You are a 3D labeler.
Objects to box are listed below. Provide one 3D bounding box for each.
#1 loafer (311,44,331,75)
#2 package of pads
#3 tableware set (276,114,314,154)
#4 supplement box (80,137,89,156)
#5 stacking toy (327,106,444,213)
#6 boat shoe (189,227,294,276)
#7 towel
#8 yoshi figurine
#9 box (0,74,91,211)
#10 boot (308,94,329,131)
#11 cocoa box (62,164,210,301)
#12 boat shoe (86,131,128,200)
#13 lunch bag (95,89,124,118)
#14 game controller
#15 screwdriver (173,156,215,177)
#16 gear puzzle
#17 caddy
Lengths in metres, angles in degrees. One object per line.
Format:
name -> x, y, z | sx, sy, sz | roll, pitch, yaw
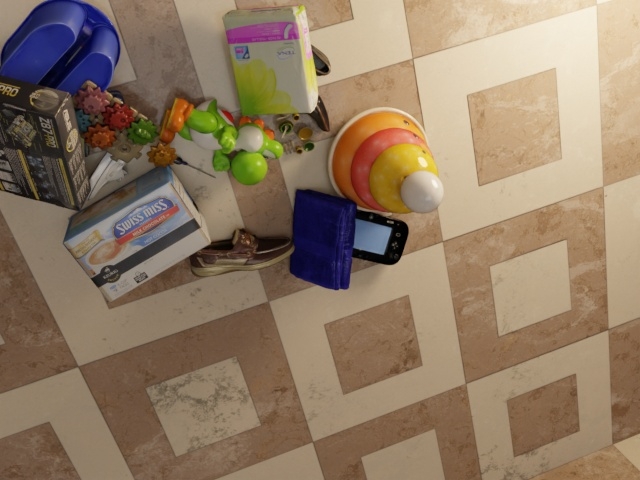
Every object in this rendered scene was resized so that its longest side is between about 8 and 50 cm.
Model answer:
loafer -> -0.079, -0.569, 1.830 | 0.268, 0.084, 0.096 | 25, 105, -24
package of pads -> -0.132, -0.507, 1.771 | 0.229, 0.101, 0.296 | 1, 123, 15
tableware set -> -0.073, -0.329, 1.934 | 0.104, 0.024, 0.154 | -17, 137, -3
supplement box -> -0.709, -0.285, 1.783 | 0.083, 0.056, 0.083 | -1, 112, -16
stacking toy -> 0.244, -0.186, 1.862 | 0.351, 0.480, 0.350 | -6, 114, -14
boat shoe -> -0.256, 0.023, 2.010 | 0.342, 0.123, 0.123 | -10, 116, -5
towel -> 0.000, 0.000, 2.030 | 0.228, 0.076, 0.308 | 15, 112, 25
yoshi figurine -> -0.290, -0.273, 1.847 | 0.362, 0.203, 0.203 | 16, 122, -24
box -> -0.780, -0.251, 1.592 | 0.318, 0.097, 0.395 | 16, 147, -1
boot -> -0.052, -0.417, 1.924 | 0.106, 0.082, 0.219 | -17, 127, 18
cocoa box -> -0.536, -0.033, 1.839 | 0.347, 0.231, 0.228 | -30, 117, -3
boat shoe -> -0.604, -0.212, 1.823 | 0.084, 0.095, 0.258 | 35, 100, -21
lunch bag -> -0.606, -0.382, 1.769 | 0.099, 0.065, 0.067 | -13, 130, -12
game controller -> 0.150, -0.019, 2.136 | 0.319, 0.067, 0.166 | 13, 108, -21
screwdriver -> -0.397, -0.231, 1.920 | 0.170, 0.024, 0.025 | 19, 77, -29
gear puzzle -> -0.543, -0.283, 1.712 | 0.175, 0.044, 0.339 | -39, 135, 20
caddy -> -0.687, -0.471, 1.641 | 0.341, 0.179, 0.241 | -38, 129, 19
